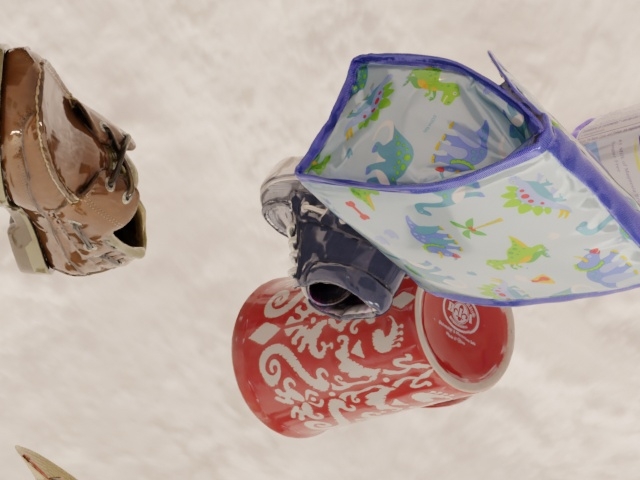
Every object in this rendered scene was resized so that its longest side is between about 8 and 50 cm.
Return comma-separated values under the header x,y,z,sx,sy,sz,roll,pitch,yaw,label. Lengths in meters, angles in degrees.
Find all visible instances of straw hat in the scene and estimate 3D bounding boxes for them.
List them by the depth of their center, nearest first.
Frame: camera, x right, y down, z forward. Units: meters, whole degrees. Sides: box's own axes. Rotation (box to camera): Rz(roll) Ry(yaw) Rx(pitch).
x,y,z,sx,sy,sz,roll,pitch,yaw,label
-0.252,0.256,1.577,0.144,0.144,0.061,36,84,8,straw hat

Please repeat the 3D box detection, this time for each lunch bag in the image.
x,y,z,sx,sy,sz,roll,pitch,yaw,label
0.087,-0.027,0.827,0.151,0.129,0.096,13,71,48,lunch bag

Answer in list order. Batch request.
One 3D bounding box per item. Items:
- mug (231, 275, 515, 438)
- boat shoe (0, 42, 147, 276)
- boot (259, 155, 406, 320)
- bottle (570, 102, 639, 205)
x,y,z,sx,sy,sz,roll,pitch,yaw,label
0.049,0.063,1.113,0.150,0.169,0.113,-8,84,-42,mug
-0.182,-0.059,1.226,0.104,0.307,0.110,3,72,0,boat shoe
0.000,0.000,1.018,0.069,0.190,0.086,41,71,-21,boot
0.304,-0.060,1.258,0.092,0.283,0.118,-33,102,-36,bottle
